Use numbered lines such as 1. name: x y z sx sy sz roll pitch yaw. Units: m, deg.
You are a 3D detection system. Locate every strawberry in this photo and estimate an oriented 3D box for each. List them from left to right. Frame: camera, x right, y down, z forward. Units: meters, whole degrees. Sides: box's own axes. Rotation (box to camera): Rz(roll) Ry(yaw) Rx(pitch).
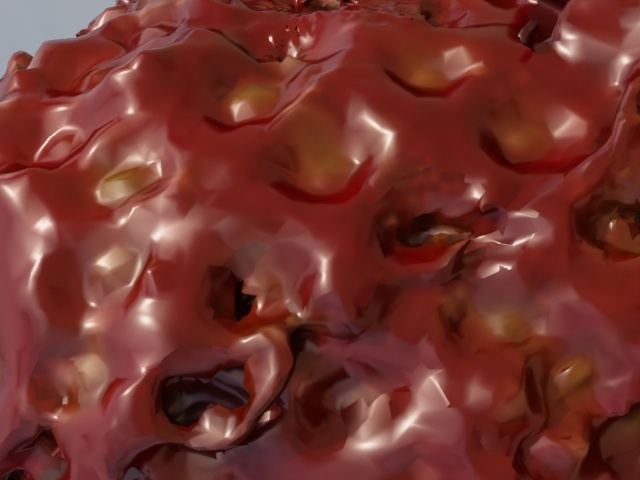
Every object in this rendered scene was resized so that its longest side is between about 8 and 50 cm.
1. strawberry: 0.000 0.000 0.359 0.111 0.236 0.190 42 -148 -47
